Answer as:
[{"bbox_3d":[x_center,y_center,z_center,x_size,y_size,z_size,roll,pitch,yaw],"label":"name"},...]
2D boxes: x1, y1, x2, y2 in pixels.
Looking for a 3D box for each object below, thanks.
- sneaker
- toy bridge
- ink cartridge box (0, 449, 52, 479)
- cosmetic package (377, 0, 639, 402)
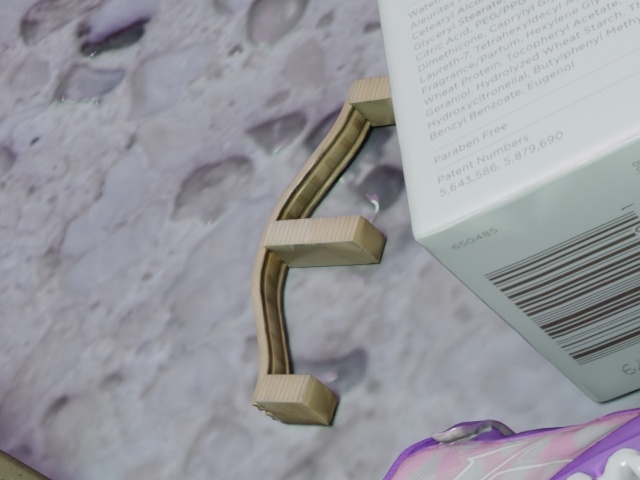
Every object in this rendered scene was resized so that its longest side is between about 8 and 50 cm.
[{"bbox_3d":[0.081,0.103,0.588,0.236,0.095,0.104,-35,37,17],"label":"sneaker"},{"bbox_3d":[0.000,0.000,0.770,0.063,0.026,0.188,-4,59,39],"label":"toy bridge"},{"bbox_3d":[-0.256,0.102,0.788,0.234,0.193,0.088,17,73,46],"label":"ink cartridge box"},{"bbox_3d":[0.126,-0.065,0.618,0.151,0.151,0.184,-26,49,24],"label":"cosmetic package"}]
